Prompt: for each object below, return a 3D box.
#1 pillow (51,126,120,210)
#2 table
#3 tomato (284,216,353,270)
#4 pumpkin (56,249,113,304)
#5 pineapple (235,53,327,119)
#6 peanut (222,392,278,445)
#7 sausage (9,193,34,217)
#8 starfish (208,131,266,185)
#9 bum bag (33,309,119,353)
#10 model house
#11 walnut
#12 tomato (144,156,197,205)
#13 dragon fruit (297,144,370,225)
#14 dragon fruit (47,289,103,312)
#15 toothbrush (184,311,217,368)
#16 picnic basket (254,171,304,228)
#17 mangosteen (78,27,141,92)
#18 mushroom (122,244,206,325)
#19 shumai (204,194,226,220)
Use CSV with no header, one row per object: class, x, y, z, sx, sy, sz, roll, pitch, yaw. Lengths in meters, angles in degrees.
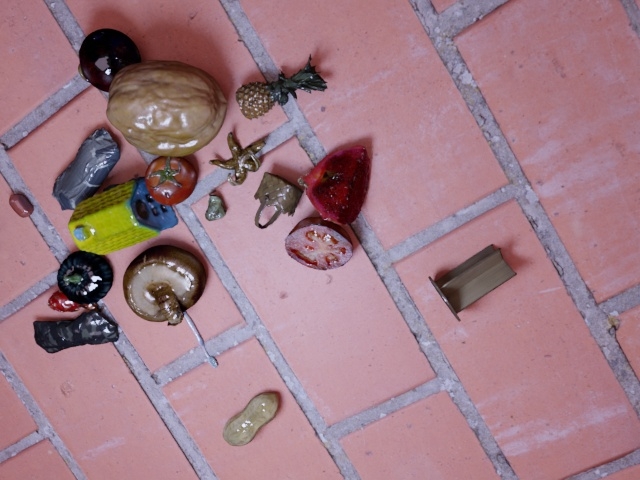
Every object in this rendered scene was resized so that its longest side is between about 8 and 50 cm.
pillow,-0.802,-0.229,1.791,0.335,0.092,0.161,-48,64,17
table,0.474,0.120,1.632,0.226,0.167,0.167,-35,94,6
tomato,0.000,-0.001,1.680,0.225,0.085,0.225,8,139,7
pumpkin,-0.828,0.130,1.857,0.194,0.150,0.194,-5,104,-22
pineapple,-0.121,-0.465,1.612,0.277,0.130,0.119,-21,110,12
peanut,-0.249,0.640,1.872,0.111,0.125,0.274,42,106,-1
sausage,-1.068,-0.127,1.880,0.054,0.059,0.094,-31,98,36
starfish,-0.259,-0.275,1.702,0.190,0.074,0.146,-38,95,15
bum bag,-0.908,0.337,1.937,0.340,0.095,0.144,-10,118,13
model house,-0.647,-0.072,1.706,0.237,0.303,0.216,-19,105,13
walnut,-0.451,-0.398,1.592,0.343,0.306,0.306,-7,101,2
tomato,-0.484,-0.198,1.718,0.167,0.167,0.167,2,102,9
dragon fruit,0.039,-0.169,1.657,0.211,0.134,0.262,18,76,22
dragon fruit,-0.891,0.221,1.924,0.190,0.094,0.094,8,104,-16
toothbrush,-0.443,0.345,1.895,0.027,0.021,0.269,-26,96,36
picnic basket,-0.149,-0.115,1.687,0.137,0.128,0.178,32,96,23
mangosteen,-0.680,-0.565,1.668,0.230,0.194,0.194,4,104,36
mushroom,-0.528,0.154,1.801,0.297,0.163,0.278,-27,88,14
shumai,-0.356,-0.114,1.751,0.082,0.083,0.080,-34,120,-22
